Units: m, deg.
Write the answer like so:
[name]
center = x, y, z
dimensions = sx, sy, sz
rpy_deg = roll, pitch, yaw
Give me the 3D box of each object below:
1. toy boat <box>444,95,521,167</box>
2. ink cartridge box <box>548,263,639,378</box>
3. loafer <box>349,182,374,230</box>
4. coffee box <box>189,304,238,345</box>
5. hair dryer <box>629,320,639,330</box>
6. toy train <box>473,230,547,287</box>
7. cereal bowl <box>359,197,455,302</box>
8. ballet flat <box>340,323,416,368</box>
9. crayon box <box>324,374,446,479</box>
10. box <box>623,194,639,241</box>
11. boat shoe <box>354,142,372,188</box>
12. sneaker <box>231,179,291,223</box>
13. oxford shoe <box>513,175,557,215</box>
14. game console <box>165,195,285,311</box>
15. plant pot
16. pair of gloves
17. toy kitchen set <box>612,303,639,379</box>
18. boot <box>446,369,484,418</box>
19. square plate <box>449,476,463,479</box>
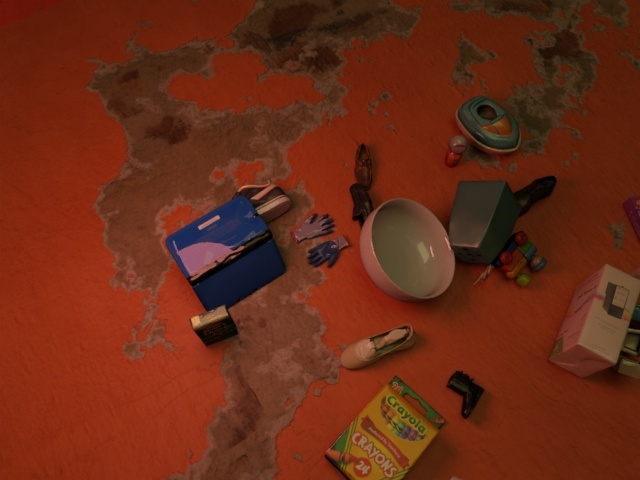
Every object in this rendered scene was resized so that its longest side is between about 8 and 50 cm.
[toy boat]
center = 0.574, -0.389, 1.929
dimensions = 0.318, 0.148, 0.267
rpy_deg = -38, 70, -17
[ink cartridge box]
center = 0.834, 0.215, 1.606
dimensions = 0.119, 0.207, 0.354
rpy_deg = 28, 66, 11
[loafer]
center = 0.142, -0.096, 1.825
dimensions = 0.078, 0.076, 0.223
rpy_deg = -15, 69, -16
[coffee box]
center = -0.315, 0.256, 1.593
dimensions = 0.113, 0.184, 0.040
rpy_deg = -20, 65, -10
[hair dryer]
center = 1.072, 0.229, 1.691
dimensions = 0.293, 0.080, 0.224
rpy_deg = -3, 48, -8
[toy train]
center = 0.616, 0.100, 1.732
dimensions = 0.143, 0.105, 0.248
rpy_deg = 42, 74, 0
[cereal bowl]
center = 0.256, 0.044, 1.691
dimensions = 0.338, 0.141, 0.339
rpy_deg = 14, 61, -27
[ballet flat]
center = 0.177, 0.316, 1.624
dimensions = 0.248, 0.086, 0.086
rpy_deg = -20, 66, -10
[crayon box]
center = 0.189, 0.554, 1.509
dimensions = 0.202, 0.081, 0.318
rpy_deg = 39, 70, 17
[box]
center = 1.223, -0.072, 1.830
dimensions = 0.293, 0.057, 0.201
rpy_deg = -8, 65, -4
[boat shoe]
center = 0.153, -0.269, 1.918
dimensions = 0.064, 0.060, 0.178
rpy_deg = -1, 64, -1
[sneaker]
center = -0.263, -0.094, 1.798
dimensions = 0.321, 0.126, 0.127
rpy_deg = -30, 71, -22
[oxford shoe]
center = 0.724, -0.162, 1.851
dimensions = 0.227, 0.096, 0.083
rpy_deg = -35, 71, -14
[game console]
center = -0.295, 0.048, 1.691
dimensions = 0.293, 0.173, 0.250
rpy_deg = -32, 73, -15
[plant pot]
center = 0.518, -0.051, 1.729
dimensions = 0.165, 0.165, 0.234
rpy_deg = 4, 61, 42
[pair of gloves]
center = 0.000, 0.000, 1.809
dimensions = 0.159, 0.023, 0.198
rpy_deg = -29, 67, -12
[toy kitchen set]
center = 0.944, 0.295, 1.553
dimensions = 0.122, 0.166, 0.207
rpy_deg = 15, 91, 21
[boot]
center = 0.418, 0.452, 1.580
dimensions = 0.099, 0.045, 0.121
rpy_deg = 34, 62, 13
[square plate]
center = 0.449, 0.855, 1.383
dimensions = 0.343, 0.049, 0.347
rpy_deg = 22, 67, 11
